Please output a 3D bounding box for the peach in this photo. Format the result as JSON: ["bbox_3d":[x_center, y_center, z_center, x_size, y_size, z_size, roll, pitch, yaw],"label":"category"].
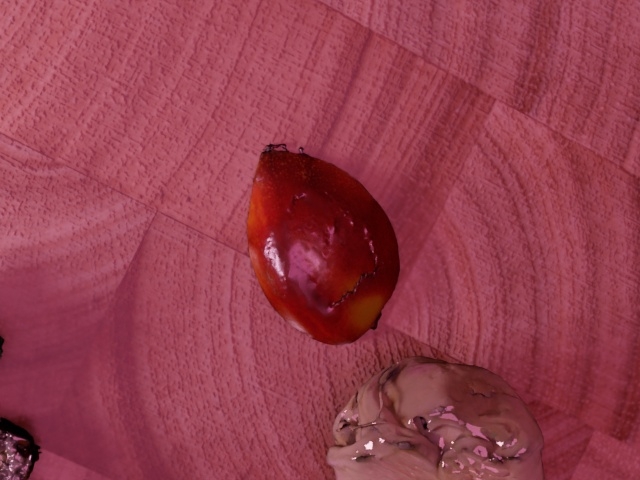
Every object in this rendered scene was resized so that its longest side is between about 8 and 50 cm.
[{"bbox_3d":[0.002,0.001,1.588,0.189,0.068,0.279,-31,98,-9],"label":"peach"}]

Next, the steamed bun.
[{"bbox_3d":[0.153,0.274,1.573,0.268,0.207,0.280,-7,122,12],"label":"steamed bun"}]

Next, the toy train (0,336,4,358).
[{"bbox_3d":[-0.502,0.169,1.483,0.154,0.115,0.269,41,85,-19],"label":"toy train"}]

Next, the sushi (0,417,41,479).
[{"bbox_3d":[-0.396,0.273,1.521,0.094,0.084,0.098,30,85,-9],"label":"sushi"}]
